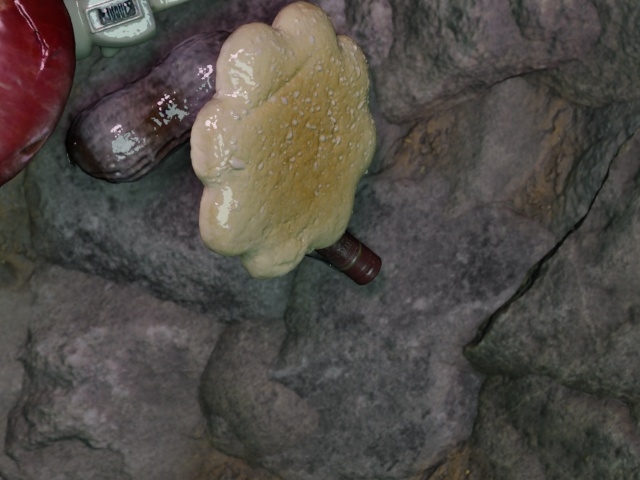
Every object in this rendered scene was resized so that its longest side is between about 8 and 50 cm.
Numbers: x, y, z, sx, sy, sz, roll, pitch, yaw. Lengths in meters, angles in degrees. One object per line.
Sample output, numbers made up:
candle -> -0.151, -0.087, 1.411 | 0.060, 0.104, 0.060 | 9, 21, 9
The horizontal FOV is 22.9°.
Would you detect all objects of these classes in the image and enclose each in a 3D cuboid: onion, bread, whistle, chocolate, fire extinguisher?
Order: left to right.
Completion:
onion -> -0.413, -0.174, 1.564 | 0.347, 0.285, 0.348 | 1, 72, -2
whistle -> -0.227, -0.253, 1.674 | 0.253, 0.106, 0.102 | -20, 146, -6
chocolate -> -0.167, -0.147, 1.734 | 0.248, 0.110, 0.110 | -36, 118, -8
bread -> -0.030, -0.109, 1.753 | 0.316, 0.054, 0.316 | -20, 116, -48
fire extinguisher -> 0.000, 0.000, 1.889 | 0.078, 0.045, 0.157 | -43, 120, 15
